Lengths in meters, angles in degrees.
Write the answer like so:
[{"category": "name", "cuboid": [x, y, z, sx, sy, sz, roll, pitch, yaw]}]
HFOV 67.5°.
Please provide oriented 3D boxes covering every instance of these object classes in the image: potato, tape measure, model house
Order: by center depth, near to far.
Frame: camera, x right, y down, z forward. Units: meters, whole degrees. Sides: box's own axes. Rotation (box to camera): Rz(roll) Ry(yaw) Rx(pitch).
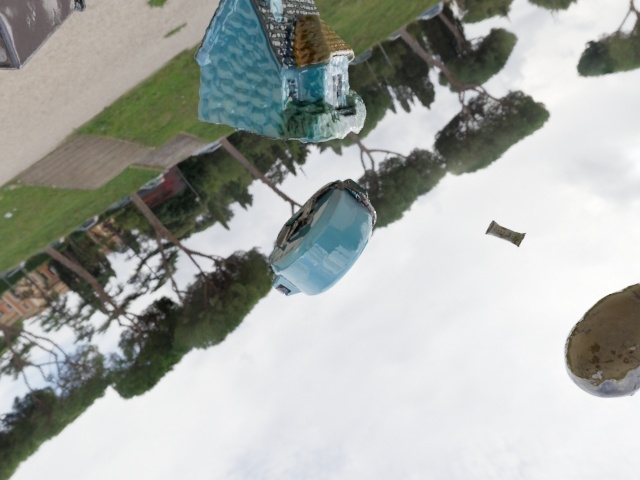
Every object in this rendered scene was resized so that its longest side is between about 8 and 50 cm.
[{"category": "tape measure", "cuboid": [0.000, 0.000, 0.536, 0.146, 0.081, 0.125, -40, -161, 39]}, {"category": "model house", "cuboid": [-0.038, -0.305, 0.765, 0.226, 0.241, 0.261, 12, -154, 16]}, {"category": "potato", "cuboid": [0.563, 0.182, 0.886, 0.262, 0.165, 0.165, -27, -160, -10]}]

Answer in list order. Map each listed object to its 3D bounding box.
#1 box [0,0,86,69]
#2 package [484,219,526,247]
[{"category": "box", "cuboid": [-0.397, -0.282, 0.454, 0.252, 0.188, 0.153, 5, -132, 1]}, {"category": "package", "cuboid": [0.394, -0.015, 1.021, 0.037, 0.015, 0.110, -64, -154, 7]}]
